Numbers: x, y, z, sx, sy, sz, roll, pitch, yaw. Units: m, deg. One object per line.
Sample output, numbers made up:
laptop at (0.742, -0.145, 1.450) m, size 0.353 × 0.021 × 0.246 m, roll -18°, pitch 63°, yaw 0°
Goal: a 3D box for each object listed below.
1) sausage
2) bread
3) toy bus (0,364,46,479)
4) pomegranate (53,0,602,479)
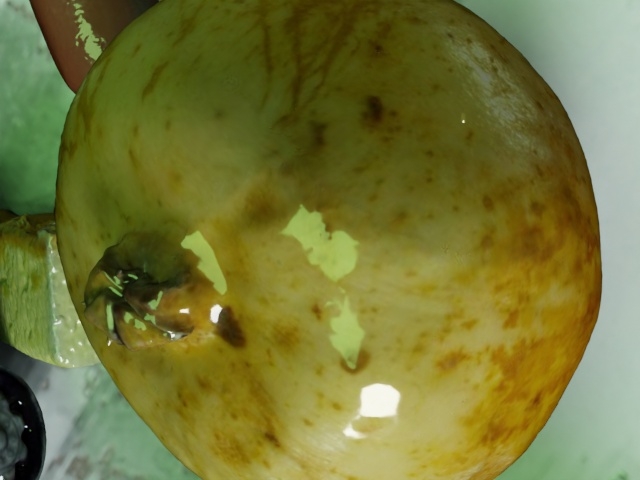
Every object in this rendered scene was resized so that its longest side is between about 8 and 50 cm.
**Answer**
sausage at (-0.109, -0.112, 0.902) m, size 0.054 × 0.059 × 0.094 m, roll -27°, pitch 84°, yaw 20°
bread at (-0.125, 0.024, 0.955) m, size 0.109 × 0.080 × 0.084 m, roll 11°, pitch 105°, yaw 59°
toy bus at (-0.271, 0.206, 0.906) m, size 0.209 × 0.249 × 0.439 m, roll -11°, pitch 94°, yaw 33°
pomegranate at (0.000, 0.000, 0.775) m, size 0.248 × 0.248 × 0.248 m, roll 4°, pitch 99°, yaw 24°
